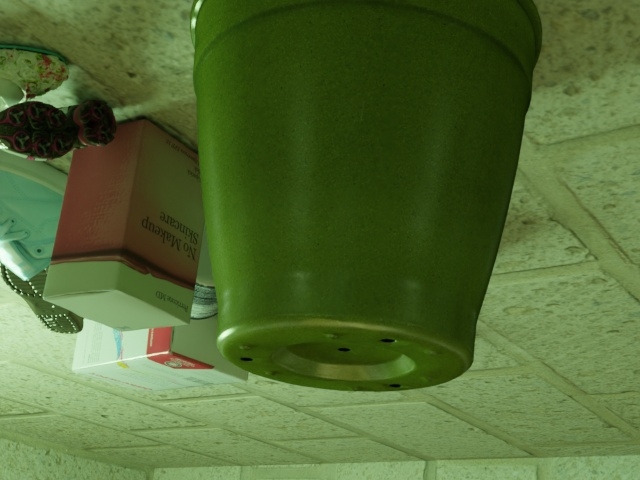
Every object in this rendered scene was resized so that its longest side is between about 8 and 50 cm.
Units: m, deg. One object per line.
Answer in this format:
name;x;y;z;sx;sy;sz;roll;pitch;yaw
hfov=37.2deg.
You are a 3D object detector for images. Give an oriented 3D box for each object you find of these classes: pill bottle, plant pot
pill bottle;-0.190;0.049;1.509;0.130;0.130;0.245;10;158;-13
plant pot;0.032;-0.045;0.938;0.367;0.353;0.366;4;158;2

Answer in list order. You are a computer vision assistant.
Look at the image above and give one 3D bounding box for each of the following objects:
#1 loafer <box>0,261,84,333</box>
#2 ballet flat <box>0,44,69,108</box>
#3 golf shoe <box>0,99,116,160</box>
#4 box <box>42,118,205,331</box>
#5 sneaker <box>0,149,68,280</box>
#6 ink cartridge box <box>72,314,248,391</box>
loafer;-0.479;0.061;1.656;0.102;0.092;0.268;0;142;7
ballet flat;-0.406;-0.177;1.065;0.241;0.077;0.091;4;157;-1
golf shoe;-0.324;-0.125;1.109;0.086;0.067;0.186;-7;-176;26
box;-0.242;-0.015;1.223;0.127;0.232;0.149;-8;155;30
sneaker;-0.426;-0.029;1.337;0.366;0.150;0.135;21;152;-35
ink cartridge box;-0.325;0.220;1.956;0.306;0.131;0.226;-11;154;37
